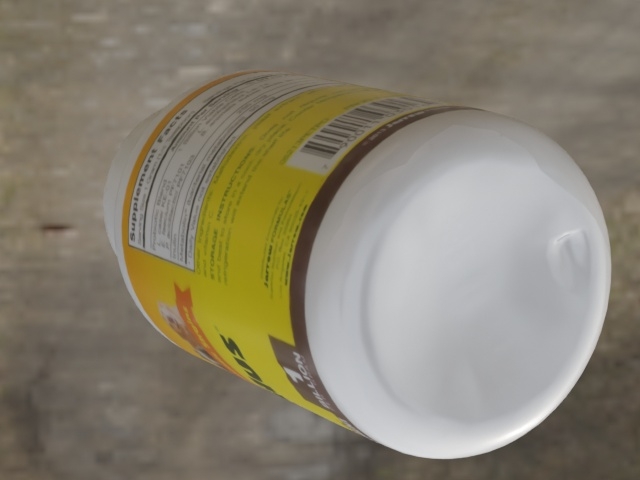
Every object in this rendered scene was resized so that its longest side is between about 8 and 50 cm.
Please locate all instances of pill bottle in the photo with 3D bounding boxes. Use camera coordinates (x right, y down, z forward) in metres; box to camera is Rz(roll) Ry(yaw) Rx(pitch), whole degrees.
[{"bbox_3d":[0.000,0.000,0.729,0.117,0.117,0.215,4,-173,-30],"label":"pill bottle"}]
